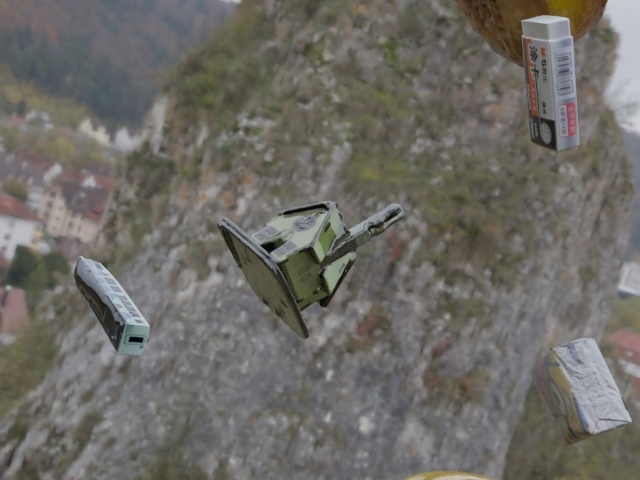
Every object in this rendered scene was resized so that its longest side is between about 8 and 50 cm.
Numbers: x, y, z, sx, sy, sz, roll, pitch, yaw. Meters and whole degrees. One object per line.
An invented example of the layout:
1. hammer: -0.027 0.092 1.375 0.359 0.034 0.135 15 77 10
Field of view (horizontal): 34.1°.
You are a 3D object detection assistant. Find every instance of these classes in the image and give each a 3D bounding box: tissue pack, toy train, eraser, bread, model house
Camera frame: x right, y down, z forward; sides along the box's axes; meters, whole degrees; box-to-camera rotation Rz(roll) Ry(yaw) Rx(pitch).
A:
1. tissue pack: 0.303 0.181 1.238 0.060 0.108 0.148 -20 -15 -5
2. toy train: -0.267 0.076 1.308 0.047 0.043 0.207 7 20 -34
3. eraser: 0.214 -0.146 0.972 0.029 0.122 0.052 -14 19 -15
4. bread: 0.248 -0.335 1.317 0.268 0.146 0.268 59 -4 7
5. model house: 0.000 0.000 1.852 0.218 0.279 0.204 37 -25 49

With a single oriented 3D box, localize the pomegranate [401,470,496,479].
1. pomegranate: 0.182 0.453 1.394 0.307 0.307 0.307 18 5 -2
